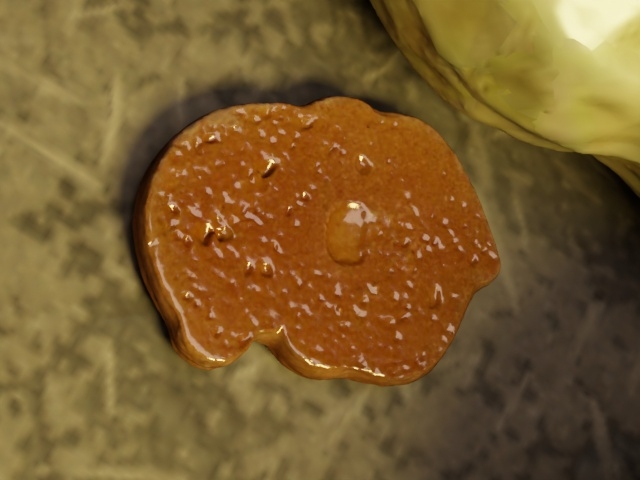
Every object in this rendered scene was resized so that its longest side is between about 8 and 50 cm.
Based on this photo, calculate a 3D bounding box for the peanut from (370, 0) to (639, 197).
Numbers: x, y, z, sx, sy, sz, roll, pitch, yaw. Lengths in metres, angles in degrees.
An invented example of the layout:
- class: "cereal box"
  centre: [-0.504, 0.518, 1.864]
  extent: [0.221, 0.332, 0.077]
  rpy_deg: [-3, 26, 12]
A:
- class: "peanut"
  centre: [0.118, -0.085, 0.679]
  extent: [0.313, 0.152, 0.152]
  rpy_deg: [39, 65, -13]

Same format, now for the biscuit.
- class: "biscuit"
  centre: [0.000, 0.000, 0.672]
  extent: [0.130, 0.019, 0.102]
  rpy_deg: [0, 75, -23]
